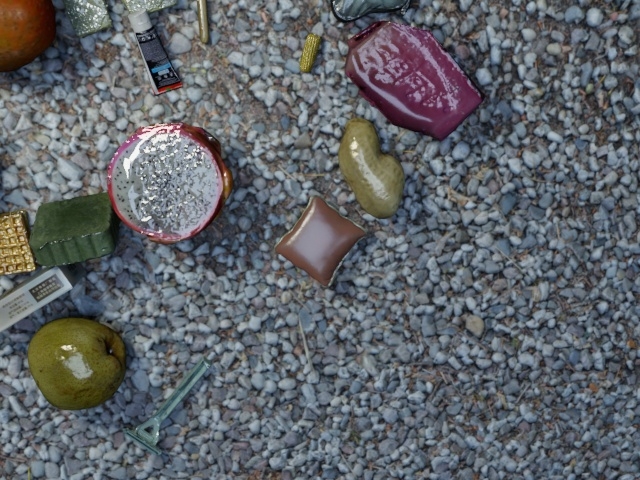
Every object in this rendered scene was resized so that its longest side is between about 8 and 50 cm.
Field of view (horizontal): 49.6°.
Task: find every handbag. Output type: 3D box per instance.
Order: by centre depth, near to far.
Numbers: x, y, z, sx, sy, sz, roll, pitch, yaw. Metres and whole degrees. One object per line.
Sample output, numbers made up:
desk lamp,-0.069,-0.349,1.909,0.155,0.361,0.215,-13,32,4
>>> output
handbag,0.091,-0.668,1.593,0.191,0.075,0.332,-16,100,-6

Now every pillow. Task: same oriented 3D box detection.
pillow,0.000,0.000,1.721,0.171,0.075,0.179,36,93,-7

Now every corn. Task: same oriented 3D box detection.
corn,-0.026,-0.445,1.643,0.037,0.037,0.092,16,103,-10

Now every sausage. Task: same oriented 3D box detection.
sausage,-0.273,-0.525,1.603,0.024,0.024,0.132,-5,102,-5

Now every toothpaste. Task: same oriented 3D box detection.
toothpaste,-0.385,-0.428,1.588,0.071,0.045,0.194,-20,125,-2

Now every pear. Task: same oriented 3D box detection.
pear,-0.575,0.288,1.659,0.211,0.188,0.229,-21,101,1

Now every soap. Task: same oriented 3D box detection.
soap,0.210,-0.386,1.638,0.220,0.127,0.325,-44,102,2

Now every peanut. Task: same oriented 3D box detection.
peanut,0.121,-0.174,1.678,0.137,0.122,0.253,-34,100,-8

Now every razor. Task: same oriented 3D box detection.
razor,-0.378,0.415,1.786,0.111,0.056,0.278,39,88,-14

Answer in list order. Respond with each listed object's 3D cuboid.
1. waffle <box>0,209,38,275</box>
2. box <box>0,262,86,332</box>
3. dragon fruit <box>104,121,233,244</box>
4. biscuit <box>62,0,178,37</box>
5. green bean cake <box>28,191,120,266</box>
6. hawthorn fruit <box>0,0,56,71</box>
waffle,-0.740,0.006,1.654,0.102,0.042,0.148,-10,103,-6
box,-0.686,0.129,1.631,0.242,0.155,0.067,-32,102,-1
dragon fruit,-0.346,-0.139,1.605,0.290,0.189,0.291,0,95,-2
biscuit,-0.460,-0.563,1.562,0.249,0.046,0.147,-18,103,-2
green bean cake,-0.561,-0.022,1.594,0.183,0.185,0.094,-10,121,-6
hawthorn fruit,-0.709,-0.478,1.418,0.277,0.298,0.277,19,122,33
